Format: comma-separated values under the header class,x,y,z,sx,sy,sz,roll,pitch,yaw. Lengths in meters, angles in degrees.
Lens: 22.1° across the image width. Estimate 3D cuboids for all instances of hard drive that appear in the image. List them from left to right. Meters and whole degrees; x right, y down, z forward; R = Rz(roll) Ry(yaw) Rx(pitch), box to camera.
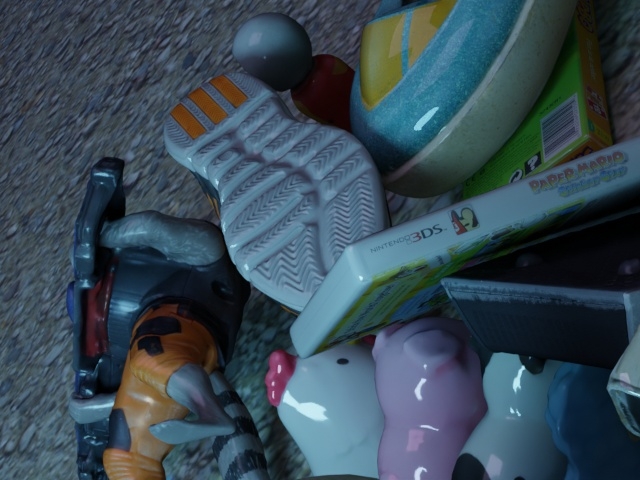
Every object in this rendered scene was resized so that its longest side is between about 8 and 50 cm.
class,x,y,z,sx,sy,sz,roll,pitch,yaw
hard drive,0.211,0.010,0.848,0.255,0.054,0.172,-16,9,-28

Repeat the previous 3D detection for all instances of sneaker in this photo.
class,x,y,z,sx,sy,sz,roll,pitch,yaw
sneaker,0.000,0.000,1.247,0.125,0.180,0.321,-34,35,0

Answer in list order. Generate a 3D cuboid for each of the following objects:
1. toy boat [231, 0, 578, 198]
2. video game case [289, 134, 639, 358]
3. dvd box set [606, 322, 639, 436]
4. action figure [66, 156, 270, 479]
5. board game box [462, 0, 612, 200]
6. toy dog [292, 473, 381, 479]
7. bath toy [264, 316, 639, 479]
class,x,y,z,sx,sy,sz,roll,pitch,yaw
toy boat,0.057,-0.152,1.283,0.318,0.148,0.267,-14,48,57
video game case,0.093,0.003,0.933,0.206,0.026,0.227,-20,-10,-13
dvd box set,0.345,-0.057,0.679,0.308,0.062,0.420,20,72,26
action figure,-0.121,0.120,1.338,0.330,0.179,0.341,-92,7,-47
board game box,0.161,-0.120,1.270,0.124,0.039,0.259,-39,32,32
toy dog,-0.027,0.308,0.759,0.408,0.284,0.395,-49,-7,25
bath toy,0.081,0.107,1.018,0.348,0.129,0.151,-1,54,59
